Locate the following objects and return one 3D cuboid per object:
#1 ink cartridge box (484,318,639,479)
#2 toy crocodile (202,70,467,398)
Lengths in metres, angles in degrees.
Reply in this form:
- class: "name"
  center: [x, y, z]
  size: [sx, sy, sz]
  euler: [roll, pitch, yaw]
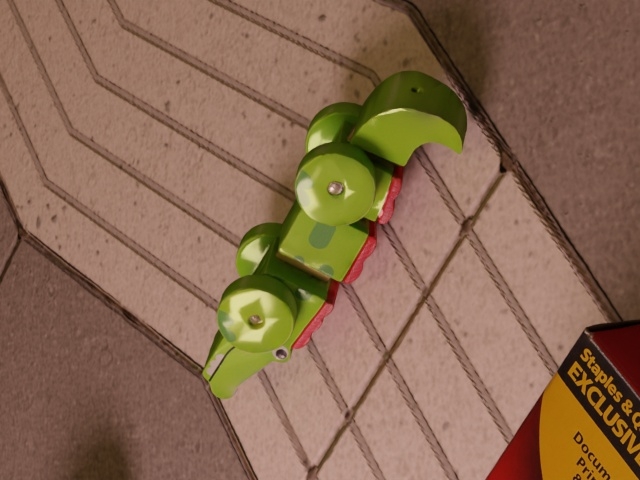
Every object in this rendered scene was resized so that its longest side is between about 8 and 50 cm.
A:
- class: "ink cartridge box"
  center: [0.259, 0.198, 0.907]
  size: [0.309, 0.130, 0.272]
  euler: [54, 134, 34]
- class: "toy crocodile"
  center: [0.000, 0.000, 1.247]
  size: [0.340, 0.105, 0.115]
  euler: [-58, 9, 25]
